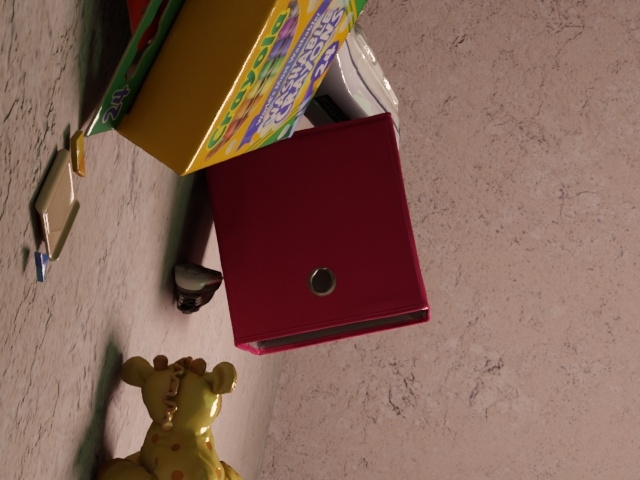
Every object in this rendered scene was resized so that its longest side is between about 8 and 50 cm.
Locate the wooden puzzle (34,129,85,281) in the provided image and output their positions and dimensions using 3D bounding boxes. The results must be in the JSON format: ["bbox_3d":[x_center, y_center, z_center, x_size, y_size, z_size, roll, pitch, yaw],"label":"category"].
[{"bbox_3d":[-0.217,-0.030,1.124,0.078,0.014,0.116,91,11,-46],"label":"wooden puzzle"}]

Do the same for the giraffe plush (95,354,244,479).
[{"bbox_3d":[-0.162,0.214,1.541,0.210,0.181,0.170,162,-70,-76],"label":"giraffe plush"}]

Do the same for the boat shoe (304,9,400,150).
[{"bbox_3d":[0.018,-0.268,1.922,0.367,0.136,0.156,47,42,-41],"label":"boat shoe"}]

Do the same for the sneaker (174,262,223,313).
[{"bbox_3d":[-0.160,0.068,1.768,0.158,0.061,0.065,2,107,-84],"label":"sneaker"}]

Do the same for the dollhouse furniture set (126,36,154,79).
[{"bbox_3d":[-0.053,-0.343,1.267,0.303,0.174,0.355,95,9,-54],"label":"dollhouse furniture set"}]

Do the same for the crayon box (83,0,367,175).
[{"bbox_3d":[-0.069,-0.178,1.270,0.203,0.083,0.323,-59,168,21],"label":"crayon box"}]

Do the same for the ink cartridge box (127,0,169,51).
[{"bbox_3d":[-0.095,-0.289,1.126,0.189,0.066,0.232,-50,148,-34],"label":"ink cartridge box"}]

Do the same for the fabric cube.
[{"bbox_3d":[0.000,0.000,1.826,0.259,0.254,0.258,62,18,-82],"label":"fabric cube"}]
